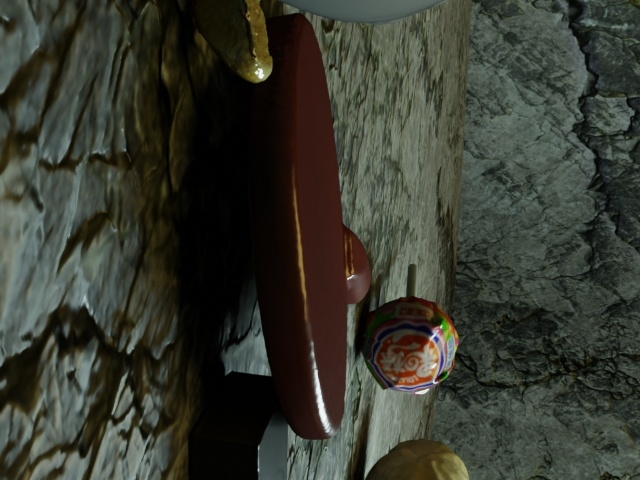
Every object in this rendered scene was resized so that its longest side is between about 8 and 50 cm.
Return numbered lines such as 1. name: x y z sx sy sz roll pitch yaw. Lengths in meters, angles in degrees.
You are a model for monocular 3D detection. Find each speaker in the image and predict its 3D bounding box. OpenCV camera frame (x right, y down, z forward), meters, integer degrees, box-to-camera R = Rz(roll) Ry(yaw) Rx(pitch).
1. speaker: -0.050 0.199 0.671 0.082 0.044 0.218 -60 154 -65

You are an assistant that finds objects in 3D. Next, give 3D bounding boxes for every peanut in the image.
1. peanut: 0.107 0.420 1.349 0.174 0.158 0.340 126 -20 -67

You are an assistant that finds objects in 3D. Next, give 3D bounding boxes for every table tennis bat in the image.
1. table tennis bat: 0.000 0.000 0.723 0.415 0.051 0.268 52 34 -80

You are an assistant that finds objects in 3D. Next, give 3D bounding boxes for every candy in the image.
1. candy: 0.120 0.092 1.377 0.365 0.124 0.124 -73 167 -72

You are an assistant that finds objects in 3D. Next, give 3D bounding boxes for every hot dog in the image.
1. hot dog: -0.048 -0.119 0.517 0.030 0.034 0.090 38 39 -66

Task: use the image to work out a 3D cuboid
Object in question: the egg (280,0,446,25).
1. egg: 0.011 -0.192 0.391 0.232 0.176 0.176 74 25 -60
